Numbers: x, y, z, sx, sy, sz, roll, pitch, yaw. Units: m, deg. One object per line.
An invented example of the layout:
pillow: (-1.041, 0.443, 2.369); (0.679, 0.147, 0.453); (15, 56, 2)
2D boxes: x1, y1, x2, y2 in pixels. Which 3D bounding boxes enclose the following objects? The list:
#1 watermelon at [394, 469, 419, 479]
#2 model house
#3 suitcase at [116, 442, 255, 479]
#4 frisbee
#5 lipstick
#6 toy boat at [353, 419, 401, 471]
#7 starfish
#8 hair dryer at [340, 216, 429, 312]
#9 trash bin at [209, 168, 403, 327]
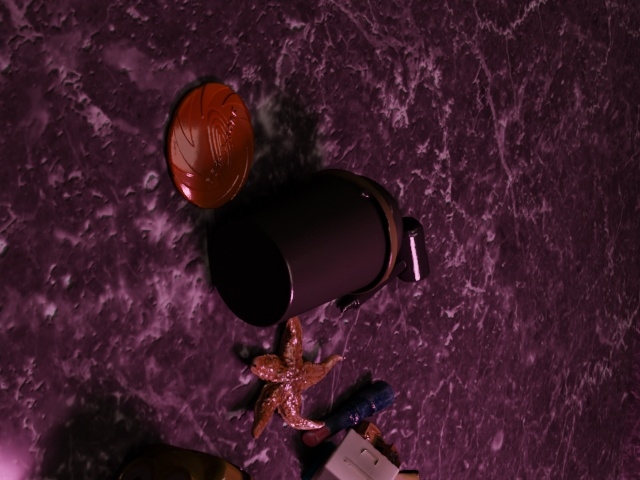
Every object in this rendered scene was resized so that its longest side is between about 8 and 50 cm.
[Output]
watermelon: (0.112, 0.514, 2.006); (0.137, 0.145, 0.193); (-79, 171, -45)
model house: (0.046, 0.433, 1.890); (0.127, 0.149, 0.100); (41, 50, 0)
suitcase: (-0.207, 0.402, 1.467); (0.143, 0.194, 0.235); (45, 59, -37)
frisbee: (-0.155, -0.142, 1.574); (0.192, 0.035, 0.192); (-13, 106, -54)
lipstick: (0.048, 0.323, 1.941); (0.234, 0.053, 0.053); (-20, 112, -47)
toy boat: (0.119, 0.418, 2.030); (0.064, 0.072, 0.206); (-59, 138, -28)
starfish: (-0.051, 0.231, 1.767); (0.277, 0.062, 0.235); (-32, 121, -45)
hair dryer: (0.112, 0.055, 1.975); (0.248, 0.070, 0.114); (-33, 124, -37)
trash bin: (0.000, 0.000, 1.671); (0.334, 0.214, 0.214); (-21, 113, -45)
